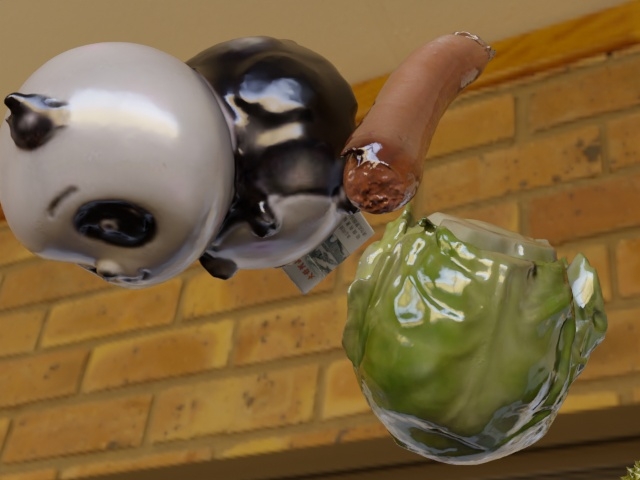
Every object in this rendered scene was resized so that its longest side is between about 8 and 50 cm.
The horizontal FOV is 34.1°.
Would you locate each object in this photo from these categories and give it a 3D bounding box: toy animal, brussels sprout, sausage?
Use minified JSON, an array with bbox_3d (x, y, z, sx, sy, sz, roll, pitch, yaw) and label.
[{"bbox_3d":[-0.102,-0.052,0.714,0.235,0.165,0.187,-10,-17,-32],"label":"toy animal"},{"bbox_3d":[0.216,0.153,1.575,0.342,0.361,0.425,23,11,41],"label":"brussels sprout"},{"bbox_3d":[0.051,-0.068,0.552,0.047,0.177,0.040,-19,-68,31],"label":"sausage"}]

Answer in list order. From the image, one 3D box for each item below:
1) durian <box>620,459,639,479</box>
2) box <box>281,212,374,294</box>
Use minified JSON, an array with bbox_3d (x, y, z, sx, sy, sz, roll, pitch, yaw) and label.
[{"bbox_3d":[0.509,0.371,1.485,0.146,0.159,0.198,10,-63,-34],"label":"durian"},{"bbox_3d":[0.000,0.000,0.895,0.083,0.024,0.054,-41,-48,-4],"label":"box"}]
